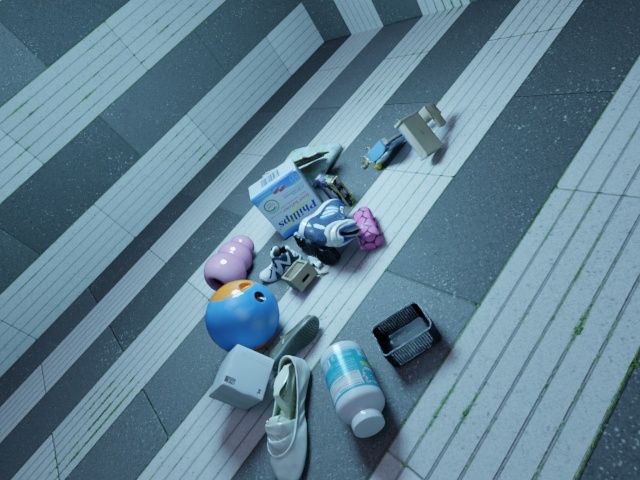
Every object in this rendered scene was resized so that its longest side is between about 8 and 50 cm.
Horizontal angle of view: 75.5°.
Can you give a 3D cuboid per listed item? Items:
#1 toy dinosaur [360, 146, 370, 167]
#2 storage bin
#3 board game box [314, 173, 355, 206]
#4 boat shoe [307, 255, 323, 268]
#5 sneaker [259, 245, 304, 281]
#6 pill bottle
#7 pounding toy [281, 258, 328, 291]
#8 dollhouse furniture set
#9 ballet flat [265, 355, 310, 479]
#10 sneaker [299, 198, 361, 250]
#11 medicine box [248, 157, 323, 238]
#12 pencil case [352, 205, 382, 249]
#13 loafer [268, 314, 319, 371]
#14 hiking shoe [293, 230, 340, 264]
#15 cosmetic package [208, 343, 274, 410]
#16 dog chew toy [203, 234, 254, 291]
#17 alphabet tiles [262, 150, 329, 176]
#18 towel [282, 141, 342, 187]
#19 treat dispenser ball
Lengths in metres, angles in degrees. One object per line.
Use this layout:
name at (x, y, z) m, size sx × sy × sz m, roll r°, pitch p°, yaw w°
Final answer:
toy dinosaur at (0.266, -0.440, 2.130) m, size 0.183 × 0.053 × 0.092 m, roll -49°, pitch 51°, yaw 1°
storage bin at (0.265, 0.292, 1.290) m, size 0.180 × 0.084 × 0.122 m, roll -34°, pitch 35°, yaw 7°
board game box at (0.070, -0.240, 1.972) m, size 0.141 × 0.170 × 0.048 m, roll 17°, pitch 65°, yaw 51°
boat shoe at (-0.032, 0.099, 1.817) m, size 0.035 × 0.035 × 0.100 m, roll -48°, pitch 42°, yaw -16°
sneaker at (-0.209, 0.093, 1.880) m, size 0.234 × 0.153 × 0.094 m, roll -20°, pitch 38°, yaw 25°
pill bottle at (0.099, 0.439, 1.229) m, size 0.146 × 0.146 × 0.264 m, roll -35°, pitch 36°, yaw 7°
pounding toy at (-0.066, 0.147, 1.760) m, size 0.141 × 0.100 × 0.130 m, roll -49°, pitch 22°, yaw -16°
dollhouse furniture set at (0.422, -0.447, 1.968) m, size 0.286 × 0.198 × 0.303 m, roll -35°, pitch -3°, yaw -31°
ballet flat at (-0.114, 0.550, 1.318) m, size 0.139 × 0.139 × 0.400 m, roll -21°, pitch 40°, yaw 25°
sneaker at (0.087, -0.068, 1.739) m, size 0.236 × 0.130 × 0.322 m, roll 15°, pitch 32°, yaw 30°
medicine box at (-0.162, -0.204, 2.042) m, size 0.263 × 0.289 × 0.149 m, roll -34°, pitch 34°, yaw 9°
pencil case at (0.189, -0.052, 1.732) m, size 0.098 × 0.095 × 0.209 m, roll -41°, pitch 30°, yaw 23°
loafer at (-0.109, 0.367, 1.542) m, size 0.251 × 0.094 × 0.087 m, roll -45°, pitch 40°, yaw -7°
hiking shoe at (0.000, 0.000, 1.829) m, size 0.132 × 0.113 × 0.304 m, roll -38°, pitch 41°, yaw -18°
cosmetic package at (-0.280, 0.487, 1.462) m, size 0.184 × 0.151 × 0.152 m, roll -46°, pitch 22°, yaw 48°
dog chew toy at (-0.433, 0.100, 2.052) m, size 0.206 × 0.207 × 0.332 m, roll -12°, pitch 36°, yaw 33°
alphabet tiles at (-0.129, -0.402, 2.178) m, size 0.342 × 0.011 × 0.285 m, roll -18°, pitch 5°, yaw 27°
towel at (-0.089, -0.430, 2.397) m, size 0.374 × 0.090 × 0.321 m, roll 3°, pitch 54°, yaw 44°
treat dispenser ball at (-0.305, 0.299, 1.632) m, size 0.288 × 0.288 × 0.288 m, roll -25°, pitch 38°, yaw 21°
